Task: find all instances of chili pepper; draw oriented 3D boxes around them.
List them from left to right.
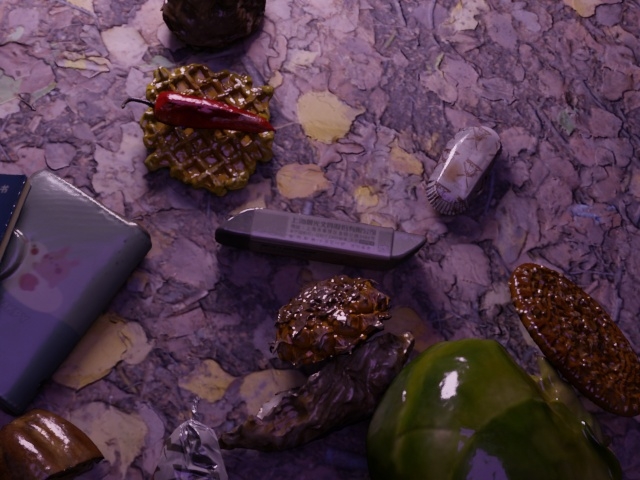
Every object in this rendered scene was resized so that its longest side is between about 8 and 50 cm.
[{"bbox_3d":[-0.204,-0.217,1.448,0.268,0.050,0.059,10,67,-9],"label":"chili pepper"}]

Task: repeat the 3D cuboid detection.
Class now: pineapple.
[{"bbox_3d":[0.008,0.115,1.324,0.225,0.225,0.076,-31,108,-17],"label":"pineapple"}]

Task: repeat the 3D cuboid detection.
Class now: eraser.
[{"bbox_3d":[0.000,0.000,1.429,0.352,0.089,0.061,9,73,-5],"label":"eraser"}]

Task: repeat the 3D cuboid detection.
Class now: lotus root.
[{"bbox_3d":[-0.426,0.324,1.257,0.135,0.095,0.159,42,65,12],"label":"lotus root"}]

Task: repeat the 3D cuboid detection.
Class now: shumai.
[{"bbox_3d":[-0.187,-0.458,1.526,0.166,0.175,0.206,38,67,7],"label":"shumai"}]

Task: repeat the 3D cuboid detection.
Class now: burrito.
[{"bbox_3d":[-0.189,0.454,1.234,0.139,0.101,0.445,-7,73,2],"label":"burrito"}]

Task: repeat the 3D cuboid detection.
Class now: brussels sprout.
[{"bbox_3d":[0.244,0.336,1.242,0.371,0.276,0.314,37,51,-5],"label":"brussels sprout"}]

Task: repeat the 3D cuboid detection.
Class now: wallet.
[{"bbox_3d":[-0.468,0.065,1.351,0.252,0.083,0.360,34,69,1],"label":"wallet"}]

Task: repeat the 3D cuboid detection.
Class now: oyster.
[{"bbox_3d":[0.010,0.249,1.319,0.341,0.166,0.110,-19,71,-26],"label":"oyster"}]

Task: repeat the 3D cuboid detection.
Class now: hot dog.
[{"bbox_3d":[0.258,-0.128,1.530,0.099,0.053,0.192,30,72,5],"label":"hot dog"}]

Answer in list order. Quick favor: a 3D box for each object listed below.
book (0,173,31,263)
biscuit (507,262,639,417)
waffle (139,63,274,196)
[{"bbox_3d":[-0.636,0.074,1.270,0.300,0.039,0.427,2,59,12],"label":"book"},{"bbox_3d":[0.419,0.150,1.355,0.305,0.038,0.305,31,30,-21],"label":"biscuit"},{"bbox_3d":[-0.197,-0.201,1.494,0.244,0.058,0.237,13,70,-4],"label":"waffle"}]
